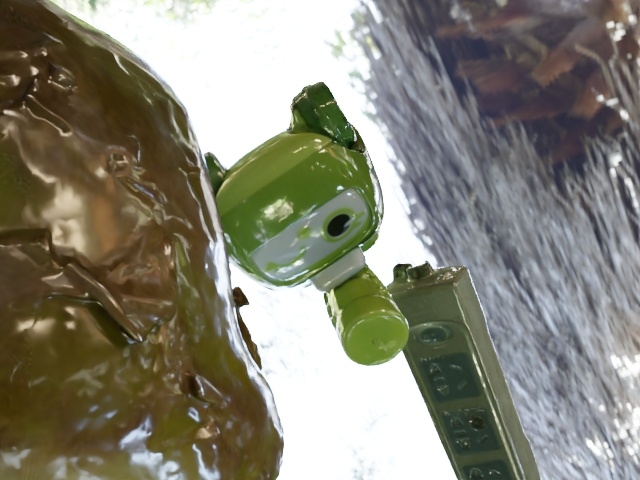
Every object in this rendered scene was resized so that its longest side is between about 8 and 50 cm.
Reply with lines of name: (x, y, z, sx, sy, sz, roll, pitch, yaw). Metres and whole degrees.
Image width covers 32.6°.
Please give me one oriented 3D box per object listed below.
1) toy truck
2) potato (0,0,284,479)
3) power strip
toy truck: (-0.009, -0.014, 0.886, 0.148, 0.210, 0.187, -34, -161, 2)
potato: (-0.139, 0.005, 0.479, 0.246, 0.196, 0.299, -13, -131, -44)
power strip: (0.139, 0.150, 1.037, 0.080, 0.286, 0.048, -13, -161, 30)
